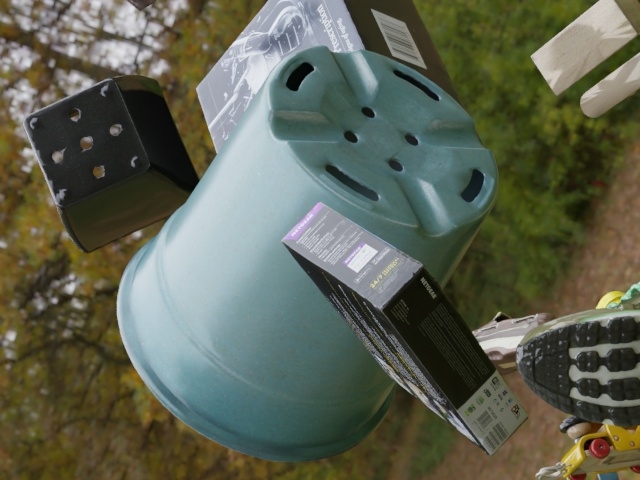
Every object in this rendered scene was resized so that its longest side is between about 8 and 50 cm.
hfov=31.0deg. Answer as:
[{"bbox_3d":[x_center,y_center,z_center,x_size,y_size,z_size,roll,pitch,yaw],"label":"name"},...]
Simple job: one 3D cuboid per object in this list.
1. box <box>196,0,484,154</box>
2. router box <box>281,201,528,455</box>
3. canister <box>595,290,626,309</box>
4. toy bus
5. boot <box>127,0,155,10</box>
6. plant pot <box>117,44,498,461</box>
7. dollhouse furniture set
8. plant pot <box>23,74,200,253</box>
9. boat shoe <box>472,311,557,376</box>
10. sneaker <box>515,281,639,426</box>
[{"bbox_3d":[0.013,-0.175,1.633,0.312,0.179,0.343,-46,49,32],"label":"box"},{"bbox_3d":[0.061,0.064,0.833,0.046,0.133,0.179,-44,-53,-10],"label":"router box"},{"bbox_3d":[0.530,0.157,1.845,0.073,0.126,0.170,-64,23,14],"label":"canister"},{"bbox_3d":[0.407,0.273,1.636,0.202,0.191,0.104,33,-145,-50],"label":"toy bus"},{"bbox_3d":[-0.270,-0.396,1.651,0.106,0.114,0.037,-49,13,29],"label":"boot"},{"bbox_3d":[0.000,0.000,1.216,0.334,0.341,0.341,-57,5,40],"label":"plant pot"},{"bbox_3d":[0.367,-0.204,1.371,0.123,0.144,0.151,-38,-10,39],"label":"dollhouse furniture set"},{"bbox_3d":[-0.280,-0.112,1.488,0.167,0.187,0.188,58,-172,-82],"label":"plant pot"},{"bbox_3d":[0.310,0.173,1.972,0.257,0.095,0.095,-13,50,50],"label":"boat shoe"},{"bbox_3d":[0.420,0.107,1.423,0.182,0.410,0.158,-123,28,-62],"label":"sneaker"}]
